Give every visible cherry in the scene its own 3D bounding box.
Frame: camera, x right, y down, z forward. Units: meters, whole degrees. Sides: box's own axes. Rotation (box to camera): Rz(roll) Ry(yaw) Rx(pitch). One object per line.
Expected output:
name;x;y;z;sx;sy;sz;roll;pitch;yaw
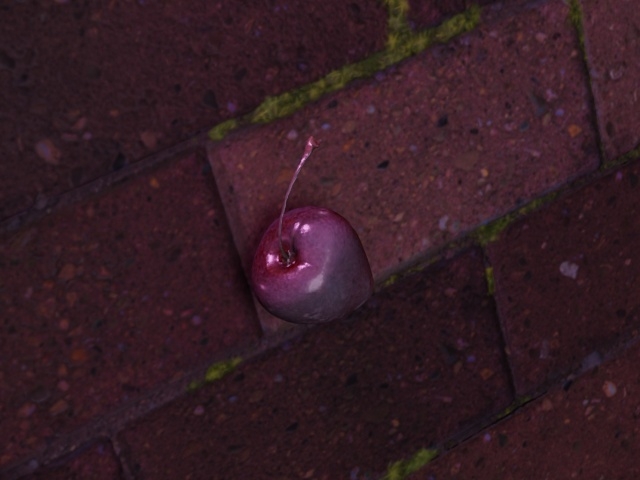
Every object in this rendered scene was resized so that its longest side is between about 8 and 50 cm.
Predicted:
cherry;0.007;0.003;1.419;0.148;0.115;0.188;23;87;-14
